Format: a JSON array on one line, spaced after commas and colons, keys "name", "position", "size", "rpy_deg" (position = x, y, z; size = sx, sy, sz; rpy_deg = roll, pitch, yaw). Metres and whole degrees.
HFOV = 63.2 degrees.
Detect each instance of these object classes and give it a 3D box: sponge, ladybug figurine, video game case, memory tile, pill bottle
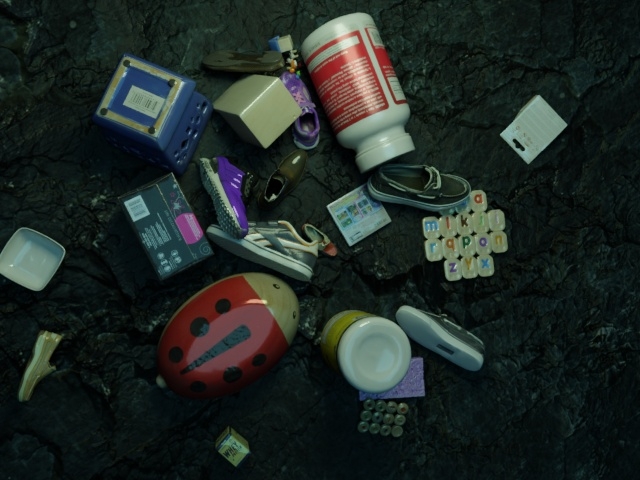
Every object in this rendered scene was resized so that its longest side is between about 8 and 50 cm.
[{"name": "sponge", "position": [0.215, 0.421, 1.586], "size": [0.210, 0.031, 0.117], "rpy_deg": [0, 88, -11]}, {"name": "ladybug figurine", "position": [-0.252, 0.269, 1.433], "size": [0.449, 0.162, 0.305], "rpy_deg": [-37, 95, -11]}, {"name": "video game case", "position": [0.118, -0.082, 1.598], "size": [0.157, 0.019, 0.143], "rpy_deg": [-31, 93, -10]}, {"name": "memory tile", "position": [0.189, 0.536, 1.569], "size": [0.148, 0.012, 0.113], "rpy_deg": [12, 100, -14]}, {"name": "pill bottle", "position": [0.119, -0.416, 1.507], "size": [0.229, 0.229, 0.408], "rpy_deg": [-23, 92, -12]}, {"name": "pill bottle", "position": [0.105, 0.289, 1.416], "size": [0.188, 0.334, 0.188], "rpy_deg": [1, 87, -11]}]

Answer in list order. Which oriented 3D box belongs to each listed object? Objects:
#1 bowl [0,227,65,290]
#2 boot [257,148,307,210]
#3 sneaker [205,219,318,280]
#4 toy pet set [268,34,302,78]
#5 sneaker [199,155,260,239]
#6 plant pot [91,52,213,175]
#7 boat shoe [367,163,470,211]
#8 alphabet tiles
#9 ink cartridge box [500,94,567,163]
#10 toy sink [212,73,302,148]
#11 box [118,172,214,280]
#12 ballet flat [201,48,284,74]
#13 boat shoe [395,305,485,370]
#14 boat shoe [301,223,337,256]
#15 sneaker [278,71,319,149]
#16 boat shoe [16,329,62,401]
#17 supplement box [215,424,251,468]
[{"name": "bowl", "position": [-0.769, 0.049, 1.394], "size": [0.142, 0.053, 0.142], "rpy_deg": [30, 83, -9]}, {"name": "boot", "position": [-0.101, -0.181, 1.513], "size": [0.082, 0.106, 0.219], "rpy_deg": [35, 82, -8]}, {"name": "sneaker", "position": [-0.158, 0.000, 1.486], "size": [0.321, 0.126, 0.127], "rpy_deg": [23, 71, -3]}, {"name": "toy pet set", "position": [-0.105, -0.535, 1.521], "size": [0.065, 0.122, 0.114], "rpy_deg": [-14, 123, 11]}, {"name": "sneaker", "position": [-0.228, -0.136, 1.440], "size": [0.146, 0.102, 0.293], "rpy_deg": [-14, 56, -23]}, {"name": "plant pot", "position": [-0.446, -0.339, 1.380], "size": [0.236, 0.212, 0.236], "rpy_deg": [23, 83, 1]}, {"name": "boat shoe", "position": [0.313, -0.164, 1.569], "size": [0.335, 0.119, 0.121], "rpy_deg": [0, 69, -14]}, {"name": "alphabet tiles", "position": [0.461, -0.017, 1.662], "size": [0.284, 0.021, 0.278], "rpy_deg": [-7, 89, -12]}, {"name": "ink cartridge box", "position": [0.703, -0.367, 1.728], "size": [0.145, 0.045, 0.179], "rpy_deg": [43, 98, -7]}, {"name": "toy sink", "position": [-0.185, -0.369, 1.479], "size": [0.153, 0.234, 0.131], "rpy_deg": [-47, 126, -10]}, {"name": "box", "position": [-0.416, -0.033, 1.425], "size": [0.163, 0.142, 0.247], "rpy_deg": [-27, 92, -10]}, {"name": "ballet flat", "position": [-0.221, -0.508, 1.498], "size": [0.249, 0.058, 0.084], "rpy_deg": [4, 57, 13]}, {"name": "boat shoe", "position": [0.373, 0.277, 1.596], "size": [0.301, 0.108, 0.102], "rpy_deg": [31, 49, 4]}, {"name": "boat shoe", "position": [0.000, 0.000, 1.557], "size": [0.137, 0.043, 0.049], "rpy_deg": [43, 78, -8]}, {"name": "sneaker", "position": [-0.057, -0.392, 1.534], "size": [0.095, 0.104, 0.236], "rpy_deg": [-19, 90, -10]}, {"name": "boat shoe", "position": [-0.742, 0.339, 1.383], "size": [0.072, 0.068, 0.190], "rpy_deg": [20, 83, -22]}, {"name": "supplement box", "position": [-0.245, 0.577, 1.459], "size": [0.083, 0.083, 0.056], "rpy_deg": [43, 79, -5]}]
